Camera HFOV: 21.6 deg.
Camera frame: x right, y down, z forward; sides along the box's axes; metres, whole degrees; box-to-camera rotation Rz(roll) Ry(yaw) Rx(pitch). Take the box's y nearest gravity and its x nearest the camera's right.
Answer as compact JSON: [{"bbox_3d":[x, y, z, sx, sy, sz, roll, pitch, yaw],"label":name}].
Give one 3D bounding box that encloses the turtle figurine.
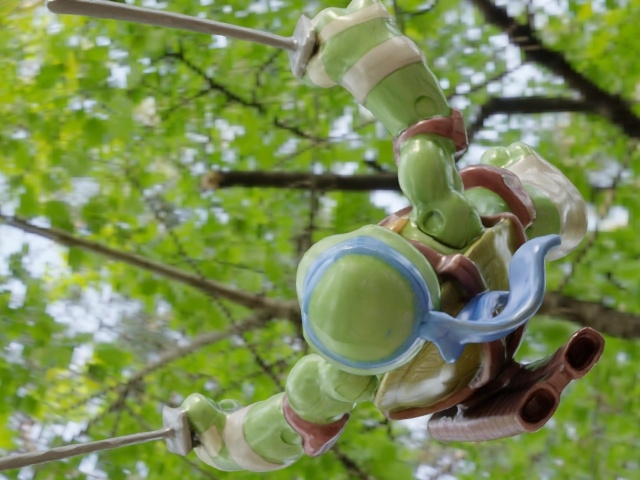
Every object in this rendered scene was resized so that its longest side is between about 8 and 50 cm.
[{"bbox_3d":[0.000,0.000,0.741,0.266,0.275,0.198,8,-103,-66],"label":"turtle figurine"}]
